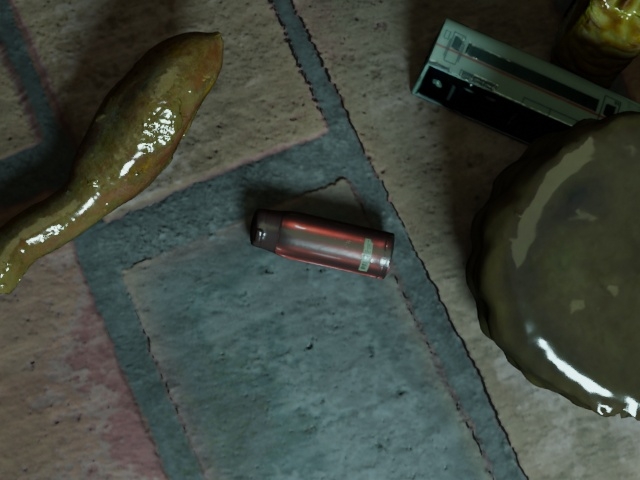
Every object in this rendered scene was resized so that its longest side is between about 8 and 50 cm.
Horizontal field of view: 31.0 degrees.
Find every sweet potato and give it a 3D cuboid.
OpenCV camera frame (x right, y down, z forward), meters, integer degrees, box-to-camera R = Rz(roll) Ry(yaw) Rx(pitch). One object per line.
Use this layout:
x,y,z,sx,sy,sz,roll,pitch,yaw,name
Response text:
-0.239,-0.087,1.297,0.109,0.109,0.385,40,86,4,sweet potato

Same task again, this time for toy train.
0.316,-0.145,1.394,0.406,0.086,0.088,24,68,-1,toy train

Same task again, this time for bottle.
0.000,0.000,1.328,0.164,0.060,0.060,13,74,-4,bottle

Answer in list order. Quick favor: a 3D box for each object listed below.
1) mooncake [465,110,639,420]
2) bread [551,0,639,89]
0.317,0.026,1.262,0.323,0.187,0.324,0,93,-6,mooncake
0.357,-0.286,1.363,0.096,0.222,0.181,28,78,2,bread
